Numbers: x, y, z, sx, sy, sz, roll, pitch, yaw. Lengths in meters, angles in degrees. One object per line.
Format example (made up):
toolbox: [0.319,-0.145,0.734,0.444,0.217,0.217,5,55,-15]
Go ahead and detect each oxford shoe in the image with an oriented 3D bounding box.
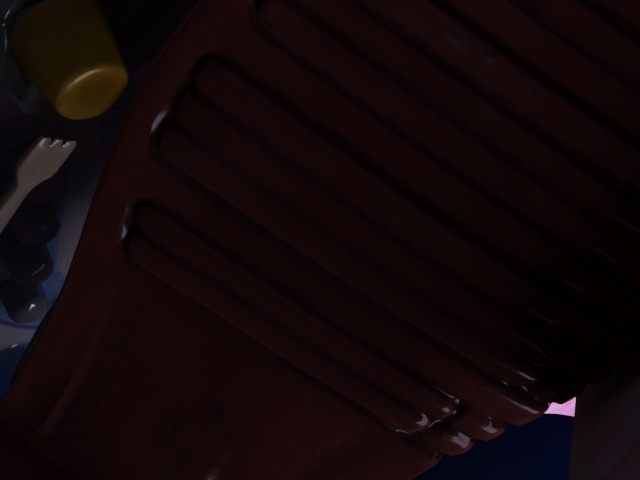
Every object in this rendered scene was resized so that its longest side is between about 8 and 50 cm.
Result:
oxford shoe: [0.000,0.000,0.410,0.348,0.123,0.130,-47,-172,20]

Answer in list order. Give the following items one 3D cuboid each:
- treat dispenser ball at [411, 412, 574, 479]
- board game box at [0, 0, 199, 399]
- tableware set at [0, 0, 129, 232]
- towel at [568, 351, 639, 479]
treat dispenser ball: [0.104,0.233,0.837,0.288,0.288,0.288,-24,155,-12]
board game box: [-0.056,-0.061,0.383,0.390,0.050,0.390,-37,154,17]
tableware set: [-0.099,-0.038,0.296,0.154,0.024,0.104,7,134,-51]
towel: [0.198,-0.083,0.406,0.332,0.053,0.317,-43,-172,22]
